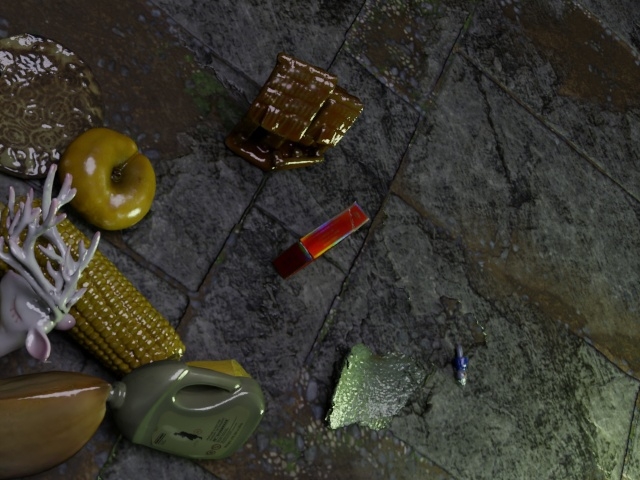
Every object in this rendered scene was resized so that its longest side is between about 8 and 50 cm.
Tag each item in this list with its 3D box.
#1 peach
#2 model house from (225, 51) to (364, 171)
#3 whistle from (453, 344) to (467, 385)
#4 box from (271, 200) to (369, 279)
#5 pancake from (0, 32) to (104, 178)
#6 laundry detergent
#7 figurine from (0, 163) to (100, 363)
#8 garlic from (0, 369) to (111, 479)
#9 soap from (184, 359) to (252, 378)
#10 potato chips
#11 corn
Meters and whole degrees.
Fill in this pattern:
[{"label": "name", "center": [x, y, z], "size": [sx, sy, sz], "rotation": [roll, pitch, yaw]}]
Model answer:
[{"label": "peach", "center": [-0.362, -0.107, 1.697], "size": [0.179, 0.103, 0.179], "rotation": [24, 57, -43]}, {"label": "model house", "center": [-0.036, -0.252, 1.924], "size": [0.199, 0.229, 0.219], "rotation": [31, 54, -10]}, {"label": "whistle", "center": [0.284, 0.253, 2.006], "size": [0.033, 0.029, 0.083], "rotation": [41, 45, -60]}, {"label": "box", "center": [0.001, 0.001, 1.891], "size": [0.175, 0.112, 0.048], "rotation": [-35, 88, -38]}, {"label": "pancake", "center": [-0.512, -0.237, 1.723], "size": [0.286, 0.033, 0.288], "rotation": [0, 67, -32]}, {"label": "laundry detergent", "center": [-0.226, 0.260, 1.556], "size": [0.253, 0.181, 0.091], "rotation": [19, 36, -31]}, {"label": "figurine", "center": [-0.462, 0.057, 1.399], "size": [0.316, 0.206, 0.284], "rotation": [-9, 105, -15]}, {"label": "garlic", "center": [-0.476, 0.236, 1.397], "size": [0.339, 0.196, 0.151], "rotation": [10, 44, -39]}, {"label": "soap", "center": [-0.178, 0.244, 1.698], "size": [0.169, 0.033, 0.089], "rotation": [-6, 74, -37]}, {"label": "potato chips", "center": [0.100, 0.272, 1.856], "size": [0.228, 0.059, 0.167], "rotation": [8, 69, -36]}, {"label": "corn", "center": [-0.380, 0.080, 1.577], "size": [0.387, 0.144, 0.144], "rotation": [44, 51, -6]}]
